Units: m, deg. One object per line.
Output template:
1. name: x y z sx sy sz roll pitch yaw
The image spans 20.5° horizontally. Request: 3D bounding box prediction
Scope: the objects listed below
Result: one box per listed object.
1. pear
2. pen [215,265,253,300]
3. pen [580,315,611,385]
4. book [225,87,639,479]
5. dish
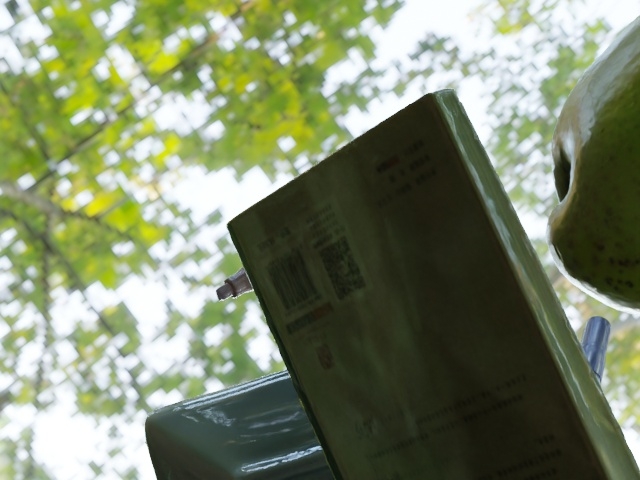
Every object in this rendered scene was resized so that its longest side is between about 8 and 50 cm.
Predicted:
1. pear: 0.320 -0.065 1.532 0.286 0.282 0.176 63 2 -6
2. pen: 0.000 0.000 1.332 0.053 0.197 0.032 40 -36 35
3. pen: 0.171 0.123 1.192 0.025 0.204 0.025 10 -49 12
4. book: 0.060 0.086 0.884 0.215 0.025 0.282 -28 -95 53
5. dish: -0.006 0.215 1.229 0.080 0.182 0.243 -142 -143 -74
